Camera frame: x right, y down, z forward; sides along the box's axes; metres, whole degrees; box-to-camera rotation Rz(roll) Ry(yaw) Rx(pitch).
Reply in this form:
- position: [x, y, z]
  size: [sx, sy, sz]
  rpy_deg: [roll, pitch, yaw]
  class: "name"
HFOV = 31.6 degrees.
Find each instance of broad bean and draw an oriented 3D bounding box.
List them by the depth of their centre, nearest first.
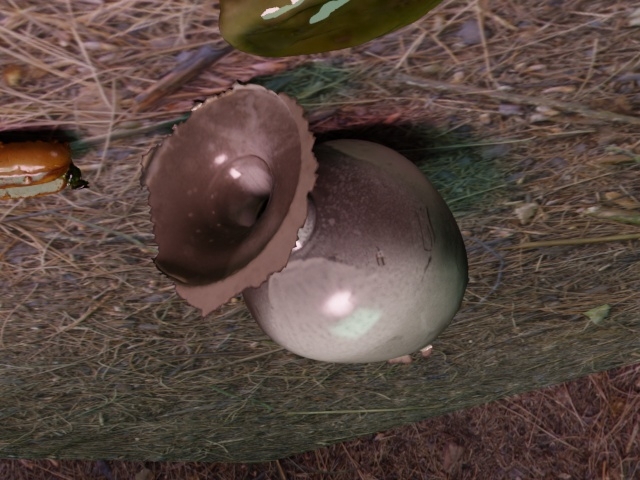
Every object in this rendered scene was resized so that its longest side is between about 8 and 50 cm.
- position: [0.024, -0.187, 0.789]
  size: [0.207, 0.072, 0.153]
  rpy_deg: [-14, 166, 19]
  class: "broad bean"

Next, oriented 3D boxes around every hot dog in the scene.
- position: [-0.312, -0.068, 1.055]
  size: [0.188, 0.055, 0.072]
  rpy_deg: [-4, 164, -7]
  class: "hot dog"

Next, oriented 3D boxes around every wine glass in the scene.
- position: [0.000, 0.000, 1.092]
  size: [0.238, 0.238, 0.323]
  rpy_deg: [-19, 153, 33]
  class: "wine glass"
